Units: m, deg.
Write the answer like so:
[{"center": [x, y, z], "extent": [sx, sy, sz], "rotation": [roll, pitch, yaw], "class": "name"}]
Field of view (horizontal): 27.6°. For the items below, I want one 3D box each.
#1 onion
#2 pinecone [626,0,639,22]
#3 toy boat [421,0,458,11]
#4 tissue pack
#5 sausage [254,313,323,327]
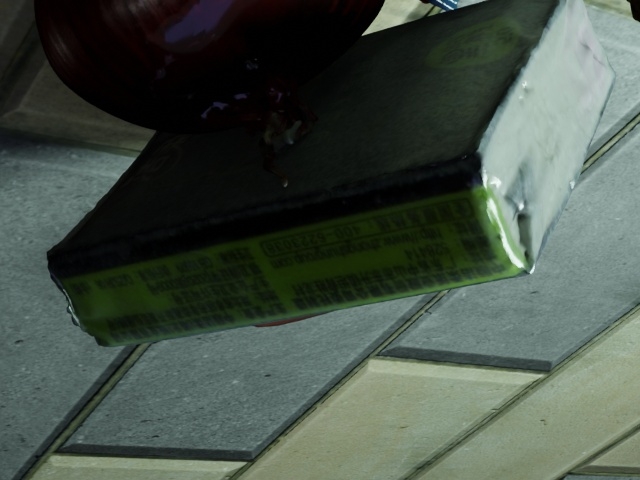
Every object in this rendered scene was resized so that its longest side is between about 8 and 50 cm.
[{"center": [-0.064, -0.157, 0.961], "extent": [0.273, 0.285, 0.273], "rotation": [-24, 169, -5], "class": "onion"}, {"center": [0.350, -0.234, 1.073], "extent": [0.201, 0.202, 0.229], "rotation": [-36, 158, 32], "class": "pinecone"}, {"center": [0.121, -0.229, 1.074], "extent": [0.223, 0.100, 0.097], "rotation": [19, 127, -41], "class": "toy boat"}, {"center": [0.010, -0.055, 1.035], "extent": [0.394, 0.288, 0.124], "rotation": [-12, 119, 34], "class": "tissue pack"}, {"center": [0.000, 0.000, 1.352], "extent": [0.279, 0.152, 0.152], "rotation": [-19, 149, 9], "class": "sausage"}]
